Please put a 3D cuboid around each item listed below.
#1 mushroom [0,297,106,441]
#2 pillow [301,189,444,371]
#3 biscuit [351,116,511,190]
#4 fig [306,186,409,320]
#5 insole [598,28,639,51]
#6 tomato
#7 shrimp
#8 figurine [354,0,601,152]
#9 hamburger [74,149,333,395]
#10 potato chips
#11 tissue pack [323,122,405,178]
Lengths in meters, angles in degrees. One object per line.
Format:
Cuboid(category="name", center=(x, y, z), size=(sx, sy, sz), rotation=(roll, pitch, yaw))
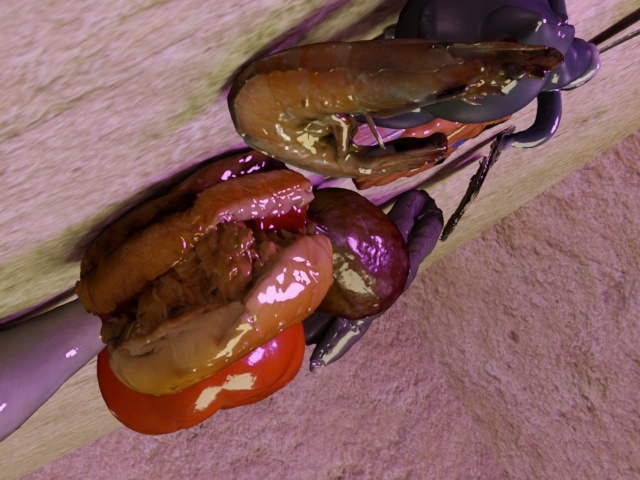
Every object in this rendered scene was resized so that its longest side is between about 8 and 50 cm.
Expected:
Cuboid(category="mushroom", center=(-0.298, 0.120, 1.398), size=(0.118, 0.103, 0.270), rotation=(-29, -173, 47))
Cuboid(category="pillow", center=(0.080, 0.051, 2.133), size=(0.228, 0.101, 0.326), rotation=(-49, 177, 23))
Cuboid(category="biscuit", center=(0.132, -0.120, 1.671), size=(0.202, 0.047, 0.334), rotation=(-33, 172, 24))
Cuboid(category="fig", center=(0.000, -0.002, 1.638), size=(0.145, 0.170, 0.274), rotation=(-66, 153, -10))
Cuboid(category="insole", center=(0.360, -0.242, 1.822), size=(0.322, 0.007, 0.109), rotation=(-28, 178, 6))
Cuboid(category="tomato", center=(-0.151, 0.133, 1.714), size=(0.260, 0.180, 0.260), rotation=(-26, 175, -3))
Cuboid(category="shrimp", center=(0.055, -0.098, 1.014), size=(0.251, 0.052, 0.143), rotation=(-3, 146, 24))
Cuboid(category="figurine", center=(0.134, -0.143, 1.124), size=(0.193, 0.140, 0.265), rotation=(-14, 158, 27))
Cuboid(category="hamburger", center=(-0.100, 0.035, 1.291), size=(0.244, 0.163, 0.244), rotation=(-32, 173, -4))
Cuboid(category="potato chips", center=(0.248, -0.091, 2.232), size=(0.202, 0.029, 0.220), rotation=(-56, 175, -30))
Cuboid(category="tissue pack", center=(0.040, -0.100, 1.452), size=(0.083, 0.035, 0.063), rotation=(-27, 173, -26))
